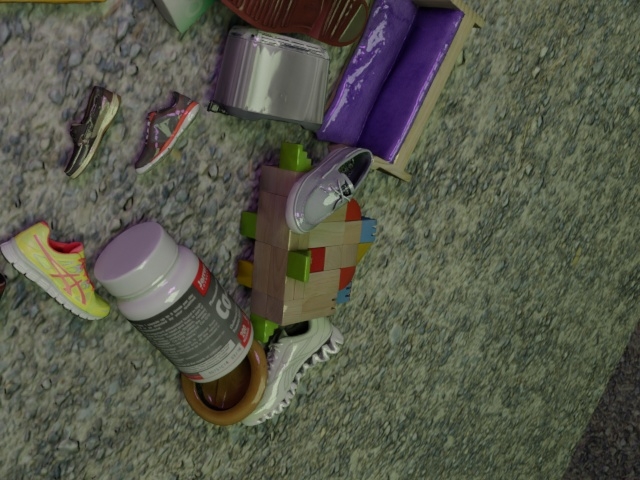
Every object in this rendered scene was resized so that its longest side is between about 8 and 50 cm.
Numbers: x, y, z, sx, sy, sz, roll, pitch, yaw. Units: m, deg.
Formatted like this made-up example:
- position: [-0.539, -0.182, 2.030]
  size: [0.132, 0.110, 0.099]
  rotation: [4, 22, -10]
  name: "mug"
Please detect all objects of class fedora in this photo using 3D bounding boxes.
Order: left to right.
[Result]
- position: [-0.184, 0.270, 1.220]
  size: [0.194, 0.194, 0.079]
  rotation: [-56, 163, -2]
  name: "fedora"

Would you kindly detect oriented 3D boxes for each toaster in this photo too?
- position: [-0.088, -0.280, 1.045]
  size: [0.227, 0.129, 0.146]
  rotation: [3, 107, -33]
  name: "toaster"

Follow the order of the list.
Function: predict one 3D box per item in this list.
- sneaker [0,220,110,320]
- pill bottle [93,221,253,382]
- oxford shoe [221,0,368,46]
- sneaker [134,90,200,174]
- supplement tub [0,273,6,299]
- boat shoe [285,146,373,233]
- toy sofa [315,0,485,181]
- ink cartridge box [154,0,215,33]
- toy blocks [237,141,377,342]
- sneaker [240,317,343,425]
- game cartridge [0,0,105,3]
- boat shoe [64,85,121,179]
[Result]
- position: [-0.413, 0.052, 0.996]
  size: [0.094, 0.081, 0.208]
  rotation: [-47, 127, -12]
  name: "sneaker"
- position: [-0.254, 0.111, 1.077]
  size: [0.161, 0.161, 0.283]
  rotation: [-42, 127, -13]
  name: "pill bottle"
- position: [-0.077, -0.406, 0.977]
  size: [0.348, 0.130, 0.123]
  rotation: [7, 119, -49]
  name: "oxford shoe"
- position: [-0.271, -0.183, 1.021]
  size: [0.065, 0.061, 0.158]
  rotation: [38, 85, -12]
  name: "sneaker"
- position: [-0.560, 0.134, 0.915]
  size: [0.106, 0.106, 0.198]
  rotation: [18, 99, -38]
  name: "supplement tub"
- position: [0.021, -0.096, 1.049]
  size: [0.227, 0.081, 0.079]
  rotation: [-53, 126, -39]
  name: "boat shoe"
- position: [0.147, -0.313, 1.178]
  size: [0.177, 0.150, 0.363]
  rotation: [21, 97, -39]
  name: "toy sofa"
- position: [-0.190, -0.439, 0.882]
  size: [0.181, 0.056, 0.225]
  rotation: [-47, 167, -8]
  name: "ink cartridge box"
- position: [0.000, 0.000, 1.210]
  size: [0.261, 0.190, 0.381]
  rotation: [-6, 106, -45]
  name: "toy blocks"
- position: [-0.083, 0.266, 1.305]
  size: [0.292, 0.110, 0.118]
  rotation: [-46, 120, -20]
  name: "sneaker"
- position: [-0.441, -0.477, 0.777]
  size: [0.285, 0.052, 0.324]
  rotation: [-12, 113, -30]
  name: "game cartridge"
- position: [-0.369, -0.171, 0.952]
  size: [0.049, 0.056, 0.152]
  rotation: [29, 82, -34]
  name: "boat shoe"
